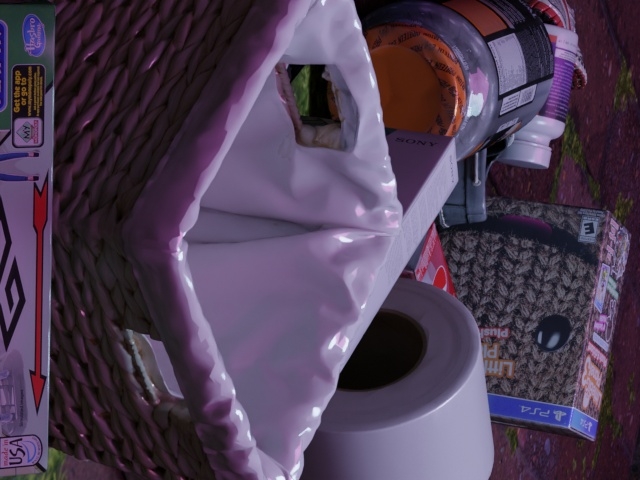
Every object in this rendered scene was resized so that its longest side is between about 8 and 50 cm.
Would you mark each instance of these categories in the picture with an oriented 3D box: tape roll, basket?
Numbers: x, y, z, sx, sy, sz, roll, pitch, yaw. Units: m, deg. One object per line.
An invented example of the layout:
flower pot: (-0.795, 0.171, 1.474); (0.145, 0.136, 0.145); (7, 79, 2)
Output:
tape roll: (0.058, 0.177, 2.030); (0.246, 0.246, 0.169); (-60, 150, -43)
basket: (-0.125, -0.021, 1.482); (0.328, 0.266, 0.331); (74, 31, -46)

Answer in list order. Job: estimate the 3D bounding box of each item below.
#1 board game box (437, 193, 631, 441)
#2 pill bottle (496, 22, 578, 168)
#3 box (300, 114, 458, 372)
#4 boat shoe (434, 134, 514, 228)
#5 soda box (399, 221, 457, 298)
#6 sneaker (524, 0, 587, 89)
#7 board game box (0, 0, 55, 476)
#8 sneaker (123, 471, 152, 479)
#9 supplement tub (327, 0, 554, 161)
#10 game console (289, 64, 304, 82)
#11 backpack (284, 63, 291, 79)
board game box: (0.263, 0.099, 2.527); (0.141, 0.232, 0.291); (31, 68, -65)
pill bottle: (0.294, -0.202, 2.665); (0.108, 0.108, 0.193); (17, 81, -68)
box: (-0.032, -0.010, 1.761); (0.322, 0.232, 0.058); (-55, 148, -50)
boat shoe: (0.216, -0.129, 2.507); (0.319, 0.099, 0.116); (-60, 148, -44)
soda box: (0.109, 0.076, 2.323); (0.263, 0.092, 0.083); (70, 35, -50)
sneaker: (0.348, -0.299, 2.793); (0.225, 0.088, 0.092); (64, 38, -54)
board game box: (-0.281, 0.003, 1.222); (0.213, 0.046, 0.317); (-3, 104, -23)
sneaker: (-0.142, 0.196, 1.785); (0.084, 0.058, 0.152); (-56, 151, -37)
supplement tub: (0.136, -0.186, 2.167); (0.316, 0.194, 0.193); (-26, 121, -63)
game console: (0.038, -0.298, 1.923); (0.213, 0.044, 0.361); (-47, -168, 49)
backpack: (-0.093, -0.185, 1.708); (0.152, 0.115, 0.182); (-62, 148, -35)
